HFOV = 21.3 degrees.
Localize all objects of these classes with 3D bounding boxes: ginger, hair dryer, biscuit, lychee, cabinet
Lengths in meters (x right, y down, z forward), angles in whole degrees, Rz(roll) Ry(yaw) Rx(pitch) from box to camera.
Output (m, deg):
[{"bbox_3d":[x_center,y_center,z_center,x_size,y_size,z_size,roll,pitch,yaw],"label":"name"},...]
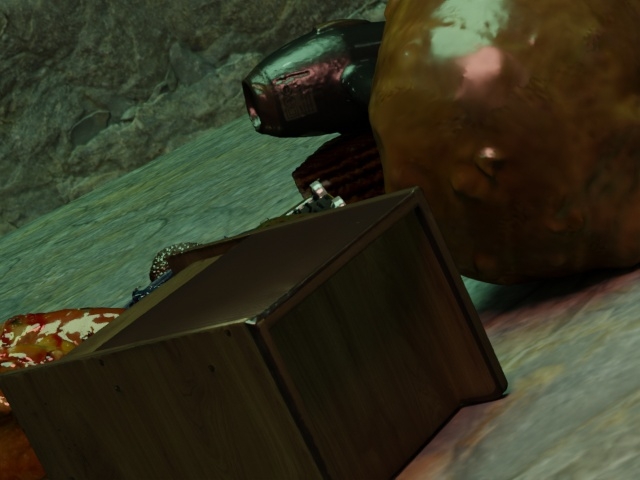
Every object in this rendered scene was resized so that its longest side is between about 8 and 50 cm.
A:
[{"bbox_3d":[0.136,-0.103,1.163,0.200,0.269,0.223,3,9,9],"label":"ginger"},{"bbox_3d":[0.098,-0.153,1.683,0.304,0.120,0.359,-16,19,-11],"label":"hair dryer"},{"bbox_3d":[0.153,-0.121,1.742,0.388,0.073,0.107,-23,13,28],"label":"biscuit"},{"bbox_3d":[-0.141,0.035,1.767,0.083,0.068,0.067,-23,52,12],"label":"lychee"},{"bbox_3d":[-0.037,0.088,1.001,0.215,0.148,0.175,-14,17,40],"label":"cabinet"}]

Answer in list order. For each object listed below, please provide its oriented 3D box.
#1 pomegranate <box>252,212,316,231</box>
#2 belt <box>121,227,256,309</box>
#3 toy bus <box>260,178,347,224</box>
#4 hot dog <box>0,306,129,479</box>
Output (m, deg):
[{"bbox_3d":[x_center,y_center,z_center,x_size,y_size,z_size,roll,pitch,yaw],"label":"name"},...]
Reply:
[{"bbox_3d":[-0.009,0.030,1.326,0.115,0.114,0.142,-25,3,17],"label":"pomegranate"},{"bbox_3d":[-0.103,0.054,1.507,0.141,0.082,0.190,-21,13,40],"label":"belt"},{"bbox_3d":[0.000,0.000,1.533,0.070,0.074,0.162,-36,13,-3],"label":"toy bus"},{"bbox_3d":[-0.196,0.132,1.163,0.257,0.153,0.150,-27,10,4],"label":"hot dog"}]
